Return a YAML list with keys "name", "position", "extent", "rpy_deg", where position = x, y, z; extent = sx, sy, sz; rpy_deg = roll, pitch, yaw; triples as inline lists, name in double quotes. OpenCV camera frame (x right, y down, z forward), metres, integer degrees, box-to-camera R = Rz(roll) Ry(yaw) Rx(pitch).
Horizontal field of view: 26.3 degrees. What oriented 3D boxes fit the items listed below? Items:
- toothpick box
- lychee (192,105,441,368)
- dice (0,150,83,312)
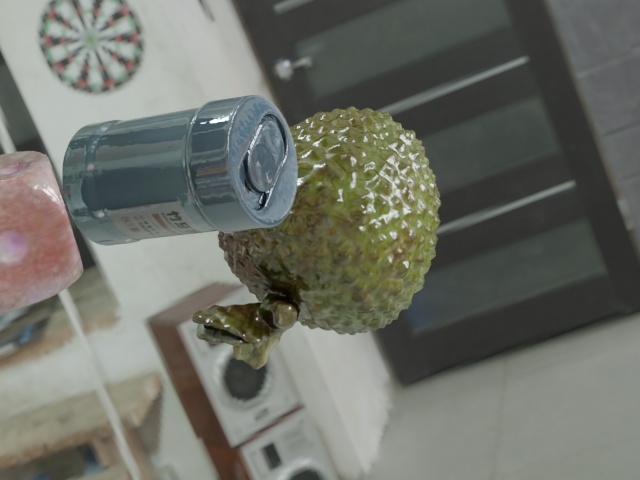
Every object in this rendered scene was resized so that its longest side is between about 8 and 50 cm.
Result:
- name: "toothpick box"
  position: [-0.106, -0.052, 1.049]
  extent: [0.153, 0.101, 0.101]
  rpy_deg: [-6, 20, 30]
- name: "lychee"
  position: [0.005, -0.010, 1.576]
  extent: [0.270, 0.270, 0.320]
  rpy_deg: [-16, 48, 29]
- name: "dice"
  position: [-0.223, -0.007, 0.968]
  extent: [0.094, 0.093, 0.091]
  rpy_deg: [-18, 19, -14]
